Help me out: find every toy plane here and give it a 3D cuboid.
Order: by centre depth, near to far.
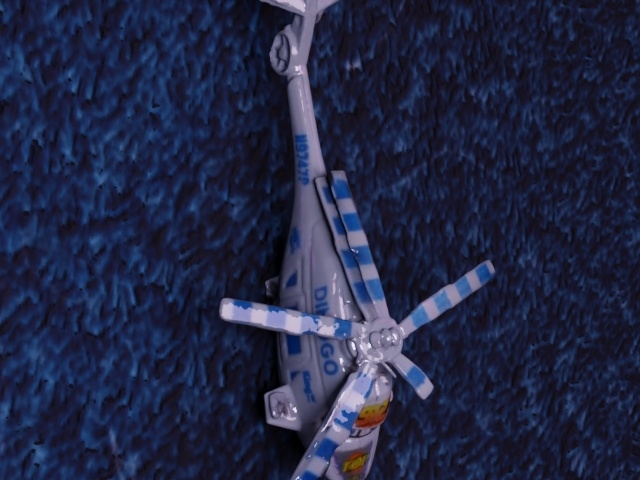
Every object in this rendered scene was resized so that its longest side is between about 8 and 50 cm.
[{"bbox_3d":[-0.010,0.000,0.937,0.182,0.107,0.273,-27,95,-33],"label":"toy plane"}]
